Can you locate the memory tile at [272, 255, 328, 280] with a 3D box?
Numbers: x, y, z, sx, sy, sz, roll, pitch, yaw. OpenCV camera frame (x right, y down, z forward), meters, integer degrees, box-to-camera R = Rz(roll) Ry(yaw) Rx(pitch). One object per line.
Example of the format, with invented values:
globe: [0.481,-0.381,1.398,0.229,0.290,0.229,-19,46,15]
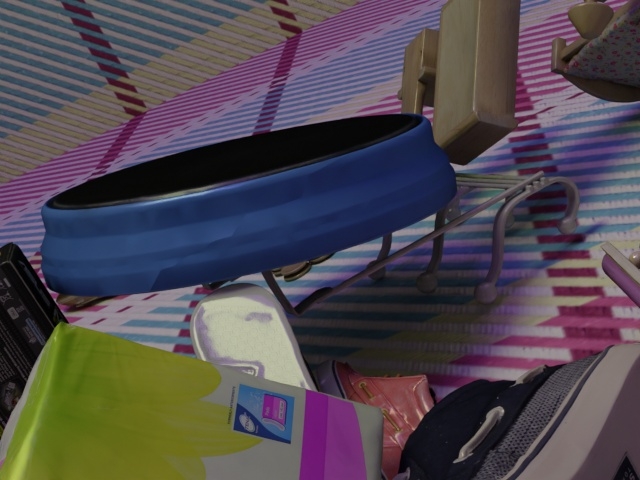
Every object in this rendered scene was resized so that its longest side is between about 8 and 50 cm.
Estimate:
memory tile: [0.000,0.000,1.529,0.148,0.012,0.113,-34,18,-17]

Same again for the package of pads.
package of pads: [-0.086,0.190,0.693,0.296,0.229,0.101,-86,14,-53]

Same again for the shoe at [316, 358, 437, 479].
shoe: [0.053,0.135,1.002,0.081,0.063,0.178,-28,23,0]

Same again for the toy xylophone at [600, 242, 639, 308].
toy xylophone: [0.374,-0.013,0.878,0.322,0.081,0.236,-31,18,-5]

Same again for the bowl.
bowl: [-0.071,-0.043,1.151,0.391,0.077,0.391,-12,11,2]

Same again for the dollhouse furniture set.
dollhouse furniture set: [0.296,-0.143,1.320,0.303,0.355,0.174,143,136,-66]

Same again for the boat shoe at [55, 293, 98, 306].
boat shoe: [-0.323,0.068,1.802,0.153,0.048,0.056,-26,29,31]

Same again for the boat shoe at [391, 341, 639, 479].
boat shoe: [0.095,0.181,0.728,0.158,0.127,0.340,-17,12,40]

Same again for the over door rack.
over door rack: [0.057,0.012,1.211,0.324,0.108,0.239,-17,11,-23]

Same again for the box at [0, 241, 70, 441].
box: [-0.291,0.168,1.090,0.216,0.270,0.060,-29,19,1]

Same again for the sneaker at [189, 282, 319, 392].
sneaker: [-0.021,0.182,0.937,0.104,0.147,0.296,-19,49,0]
